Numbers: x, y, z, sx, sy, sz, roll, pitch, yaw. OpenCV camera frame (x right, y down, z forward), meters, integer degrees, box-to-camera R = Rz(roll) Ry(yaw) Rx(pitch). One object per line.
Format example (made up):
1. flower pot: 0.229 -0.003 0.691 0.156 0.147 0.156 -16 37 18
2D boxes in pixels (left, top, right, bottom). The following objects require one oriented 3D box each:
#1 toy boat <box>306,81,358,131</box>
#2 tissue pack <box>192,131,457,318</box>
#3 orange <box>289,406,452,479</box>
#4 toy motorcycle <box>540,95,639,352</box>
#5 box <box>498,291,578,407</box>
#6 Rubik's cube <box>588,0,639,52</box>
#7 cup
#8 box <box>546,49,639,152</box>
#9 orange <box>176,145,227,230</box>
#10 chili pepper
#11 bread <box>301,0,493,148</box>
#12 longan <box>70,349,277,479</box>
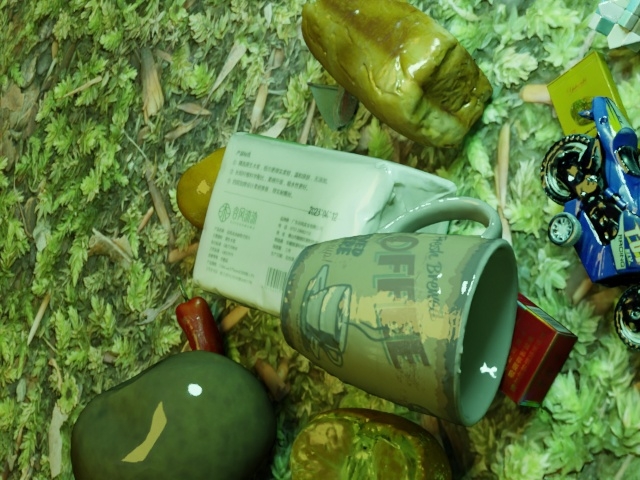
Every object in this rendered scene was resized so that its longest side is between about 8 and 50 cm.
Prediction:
1. toy boat: 0.014 -0.224 1.993 0.122 0.034 0.096 18 93 58
2. tissue pack: 0.001 0.000 1.815 0.356 0.194 0.266 17 92 48
3. orange: 0.080 0.321 1.662 0.237 0.158 0.179 13 96 46
4. toy motorcycle: 0.368 -0.027 1.471 0.169 0.113 0.315 -41 54 30
5. box: 0.240 0.123 1.620 0.175 0.048 0.112 40 110 46
6. Rubik's cube: 0.383 -0.273 1.545 0.073 0.084 0.075 48 132 48
7. cup: 0.105 0.057 1.542 0.257 0.227 0.301 13 56 22
8. box: 0.349 -0.158 1.595 0.087 0.023 0.155 -39 53 39
9. orange: -0.159 -0.080 2.060 0.159 0.159 0.136 -31 98 40
10. chili pepper: -0.196 0.174 2.092 0.063 0.071 0.272 -21 64 -1
11. bread: 0.091 -0.265 1.790 0.149 0.195 0.344 -46 45 3
12. longan: -0.228 0.318 1.922 0.350 0.288 0.288 -41 52 25
